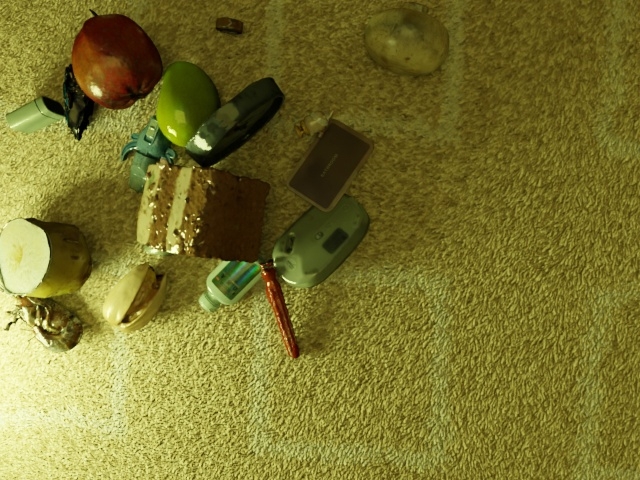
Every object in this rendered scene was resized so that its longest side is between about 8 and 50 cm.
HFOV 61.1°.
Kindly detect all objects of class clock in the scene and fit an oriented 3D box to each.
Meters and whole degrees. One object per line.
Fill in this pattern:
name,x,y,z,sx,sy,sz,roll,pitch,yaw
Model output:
clock,-0.238,-0.329,1.537,0.325,0.325,0.067,-40,93,4

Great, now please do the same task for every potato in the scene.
potato,-0.833,0.057,1.664,0.300,0.196,0.246,17,91,31

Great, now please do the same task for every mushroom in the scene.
mushroom,0.257,-0.596,1.565,0.254,0.189,0.195,18,96,-1

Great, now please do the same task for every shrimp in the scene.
shrimp,-0.904,0.232,1.700,0.343,0.116,0.145,34,79,2

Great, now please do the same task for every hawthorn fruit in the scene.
hawthorn fruit,-0.615,-0.546,1.593,0.254,0.254,0.300,-33,86,4

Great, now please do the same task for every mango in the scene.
mango,-0.386,-0.407,1.618,0.185,0.149,0.273,12,67,-19

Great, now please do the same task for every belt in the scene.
belt,-0.279,-0.654,1.657,0.083,0.059,0.036,8,92,2

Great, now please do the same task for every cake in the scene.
cake,-0.332,-0.081,1.549,0.290,0.282,0.255,16,94,37

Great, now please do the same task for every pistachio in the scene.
pistachio,-0.568,0.177,1.671,0.157,0.157,0.229,35,88,2

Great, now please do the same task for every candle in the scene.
candle,-0.124,0.213,1.655,0.048,0.051,0.329,-21,106,-20

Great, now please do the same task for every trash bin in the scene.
trash bin,-0.875,-0.386,1.674,0.130,0.116,0.059,-25,89,5

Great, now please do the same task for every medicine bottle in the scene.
medicine bottle,-0.276,0.124,1.674,0.121,0.083,0.229,45,95,-2

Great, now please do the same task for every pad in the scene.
pad,0.028,-0.230,1.652,0.176,0.002,0.266,33,86,13

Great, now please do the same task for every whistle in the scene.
whistle,-0.523,-0.275,1.678,0.180,0.093,0.269,26,100,8

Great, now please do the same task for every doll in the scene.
doll,-0.010,-0.351,1.649,0.127,0.073,0.084,-28,104,9

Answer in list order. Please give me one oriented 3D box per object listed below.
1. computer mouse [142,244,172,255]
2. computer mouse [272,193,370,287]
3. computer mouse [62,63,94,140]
computer mouse,-0.510,0.019,1.709,0.110,0.032,0.056,4,92,3
computer mouse,0.001,0.001,1.649,0.331,0.095,0.197,-43,76,-6
computer mouse,-0.736,-0.424,1.661,0.078,0.146,0.241,-1,95,-13
